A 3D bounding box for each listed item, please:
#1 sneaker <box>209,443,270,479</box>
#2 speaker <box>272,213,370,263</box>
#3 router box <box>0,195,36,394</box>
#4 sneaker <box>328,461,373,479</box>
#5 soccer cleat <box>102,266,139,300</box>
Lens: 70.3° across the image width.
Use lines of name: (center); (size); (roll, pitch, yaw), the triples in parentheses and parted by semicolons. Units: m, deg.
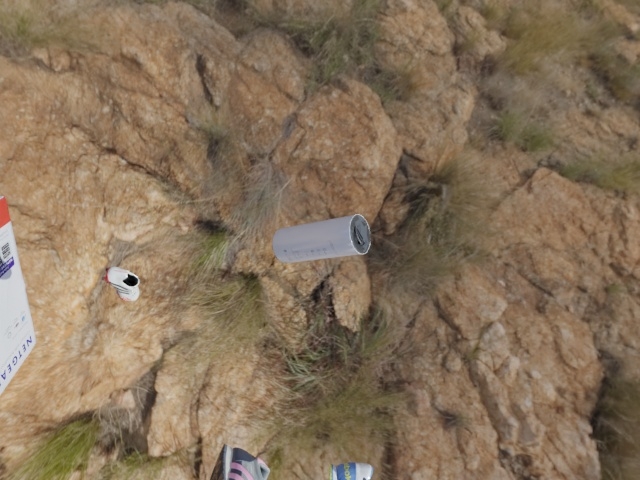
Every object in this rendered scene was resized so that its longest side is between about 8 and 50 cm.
sneaker: (-0.146, 0.516, 0.874); (0.131, 0.319, 0.112); (23, 98, -12)
speaker: (0.000, 0.000, 0.636); (0.055, 0.136, 0.055); (16, 69, -51)
router box: (-0.538, 0.132, 0.637); (0.082, 0.335, 0.300); (3, 117, -8)
sneaker: (0.052, 0.341, 0.560); (0.059, 0.053, 0.144); (-15, 98, -2)
soccer cleat: (-0.249, 0.058, 0.590); (0.036, 0.083, 0.029); (3, 59, 6)
